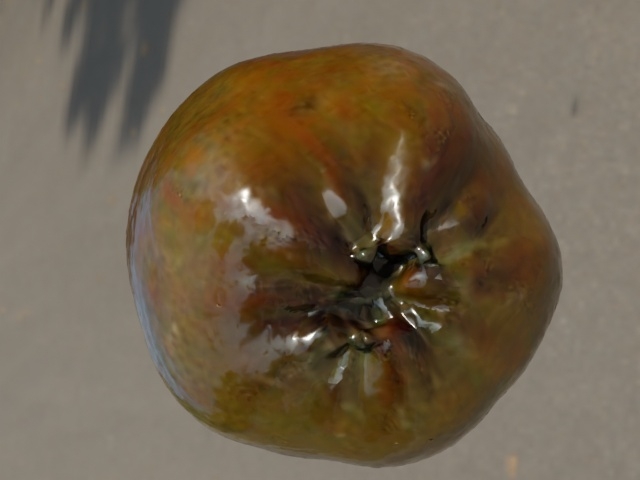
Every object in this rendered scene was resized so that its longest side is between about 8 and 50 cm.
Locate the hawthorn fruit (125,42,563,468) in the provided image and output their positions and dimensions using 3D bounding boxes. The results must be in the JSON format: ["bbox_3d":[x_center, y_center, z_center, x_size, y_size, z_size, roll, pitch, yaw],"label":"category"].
[{"bbox_3d":[0.000,0.000,1.122,0.301,0.268,0.267,-154,71,-69],"label":"hawthorn fruit"}]
